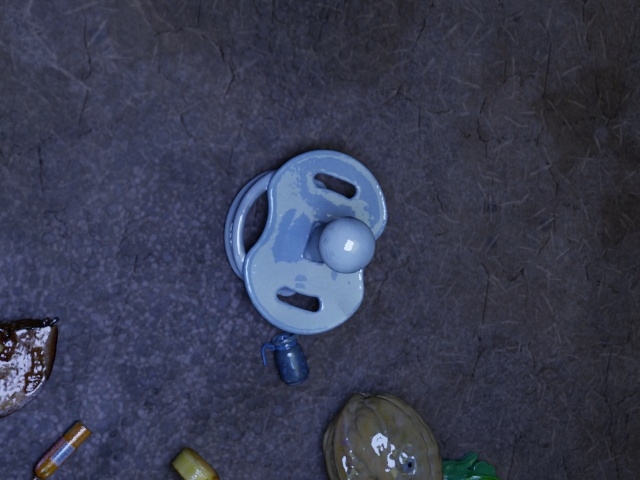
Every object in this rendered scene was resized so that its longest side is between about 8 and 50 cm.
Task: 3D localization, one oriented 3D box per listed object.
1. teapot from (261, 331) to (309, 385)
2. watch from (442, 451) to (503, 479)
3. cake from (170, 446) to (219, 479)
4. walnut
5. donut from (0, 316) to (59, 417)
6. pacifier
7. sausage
[{"bbox_3d":[-0.056,0.195,1.645,0.049,0.063,0.083,-33,109,-56],"label":"teapot"},{"bbox_3d":[0.281,0.458,1.788,0.165,0.152,0.131,-2,93,-27],"label":"watch"},{"bbox_3d":[-0.194,0.362,1.559,0.044,0.084,0.084,-45,113,-16],"label":"cake"},{"bbox_3d":[0.106,0.367,1.656,0.198,0.198,0.245,-21,84,-25],"label":"walnut"},{"bbox_3d":[-0.481,0.174,1.385,0.217,0.085,0.141,0,95,-28],"label":"donut"},{"bbox_3d":[0.000,0.000,1.546,0.244,0.233,0.299,19,84,-25],"label":"pacifier"},{"bbox_3d":[-0.386,0.314,1.480,0.107,0.031,0.031,-45,113,-17],"label":"sausage"}]
